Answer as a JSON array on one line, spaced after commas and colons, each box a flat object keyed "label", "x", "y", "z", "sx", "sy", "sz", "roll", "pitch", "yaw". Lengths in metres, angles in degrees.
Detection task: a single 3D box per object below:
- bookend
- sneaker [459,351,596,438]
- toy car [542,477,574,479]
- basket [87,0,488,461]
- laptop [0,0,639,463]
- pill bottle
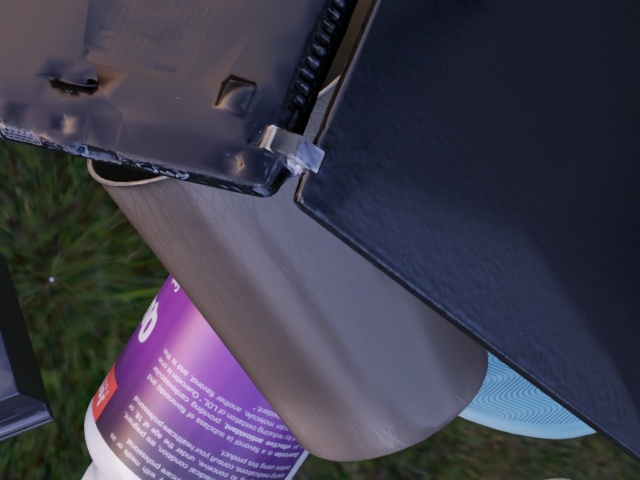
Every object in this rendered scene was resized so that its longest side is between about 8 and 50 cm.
[{"label": "bookend", "x": -0.295, "y": 0.078, "z": 1.505, "sx": 0.072, "sy": 0.156, "sz": 0.157, "roll": -21, "pitch": 75, "yaw": 6}, {"label": "sneaker", "x": 0.212, "y": 0.057, "z": 1.241, "sx": 0.319, "sy": 0.208, "sz": 0.127, "roll": -2, "pitch": 92, "yaw": 10}, {"label": "toy car", "x": 0.120, "y": 0.245, "z": 1.098, "sx": 0.155, "sy": 0.188, "sz": 0.149, "roll": 7, "pitch": 51, "yaw": -25}, {"label": "basket", "x": 0.000, "y": 0.000, "z": 1.057, "sx": 0.204, "sy": 0.154, "sz": 0.227, "roll": -45, "pitch": 123, "yaw": -31}, {"label": "laptop", "x": 0.008, "y": -0.085, "z": 0.523, "sx": 0.264, "sy": 0.136, "sz": 0.234, "roll": 12, "pitch": 63, "yaw": 19}, {"label": "pill bottle", "x": -0.078, "y": 0.119, "z": 1.544, "sx": 0.181, "sy": 0.181, "sz": 0.323, "roll": 31, "pitch": 109, "yaw": -7}]
